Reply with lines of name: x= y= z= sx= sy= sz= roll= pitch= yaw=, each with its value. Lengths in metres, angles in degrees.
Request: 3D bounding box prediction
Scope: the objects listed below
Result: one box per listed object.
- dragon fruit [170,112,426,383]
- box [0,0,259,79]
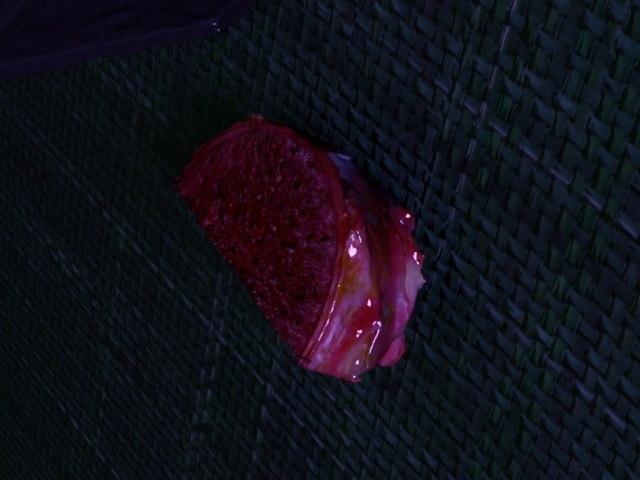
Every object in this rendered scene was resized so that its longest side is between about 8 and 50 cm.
dragon fruit: x=0.010 y=-0.006 z=1.099 sx=0.126 sy=0.161 sz=0.274 roll=-52 pitch=44 yaw=12
box: x=-0.138 y=-0.285 z=1.044 sx=0.345 sy=0.251 sz=0.204 roll=-28 pitch=82 yaw=55
